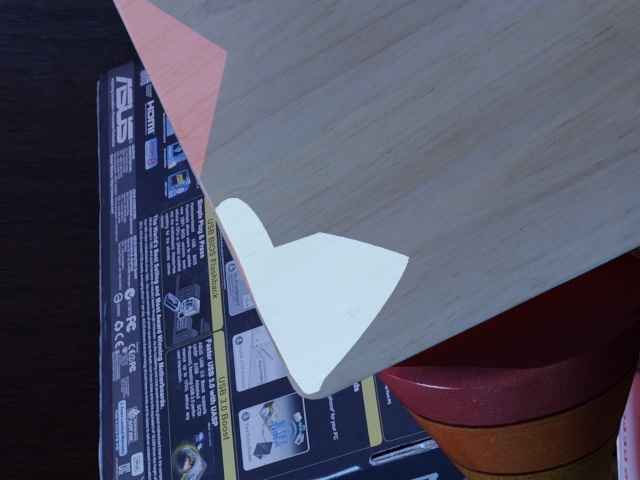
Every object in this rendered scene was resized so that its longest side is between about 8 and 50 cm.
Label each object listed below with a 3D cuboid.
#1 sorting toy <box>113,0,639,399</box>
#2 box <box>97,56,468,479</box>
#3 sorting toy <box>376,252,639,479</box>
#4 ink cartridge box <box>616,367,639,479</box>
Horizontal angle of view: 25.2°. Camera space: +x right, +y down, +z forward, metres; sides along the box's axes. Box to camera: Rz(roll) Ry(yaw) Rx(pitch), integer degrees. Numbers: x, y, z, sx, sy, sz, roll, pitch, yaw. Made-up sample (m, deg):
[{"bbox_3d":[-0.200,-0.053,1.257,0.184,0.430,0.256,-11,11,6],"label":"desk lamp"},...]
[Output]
[{"bbox_3d":[0.060,-0.112,0.521,0.255,0.257,0.089,65,-157,7],"label":"sorting toy"},{"bbox_3d":[0.000,0.000,0.974,0.097,0.318,0.395,44,-149,-48],"label":"box"},{"bbox_3d":[0.113,0.035,0.703,0.365,0.127,0.126,-61,-42,-65],"label":"sorting toy"},{"bbox_3d":[0.168,0.102,0.615,0.122,0.052,0.089,168,100,-85],"label":"ink cartridge box"}]
